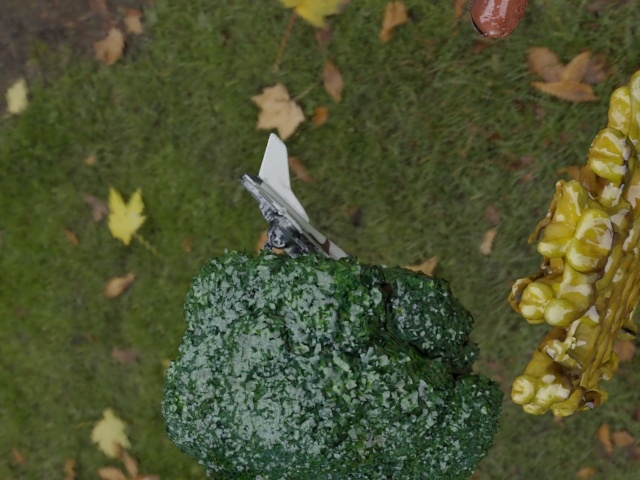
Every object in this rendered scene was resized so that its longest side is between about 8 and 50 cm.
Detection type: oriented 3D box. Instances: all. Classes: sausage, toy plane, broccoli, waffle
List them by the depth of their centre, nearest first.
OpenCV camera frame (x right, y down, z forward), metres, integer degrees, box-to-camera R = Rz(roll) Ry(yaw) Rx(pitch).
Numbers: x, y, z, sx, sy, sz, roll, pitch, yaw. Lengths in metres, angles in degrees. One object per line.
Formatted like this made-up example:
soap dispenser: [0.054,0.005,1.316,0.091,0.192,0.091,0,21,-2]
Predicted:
waffle: [0.189,0.009,0.727,0.051,0.231,0.229,20,89,27]
broccoli: [0.006,0.134,1.020,0.307,0.275,0.308,0,105,1]
toy plane: [-0.016,0.005,1.188,0.234,0.082,0.160,56,177,-6]
sausage: [0.240,-0.331,1.469,0.076,0.076,0.141,27,116,27]

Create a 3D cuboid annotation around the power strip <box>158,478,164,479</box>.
power strip: [-0.065,0.306,0.905,0.286,0.080,0.048,48,178,35]
